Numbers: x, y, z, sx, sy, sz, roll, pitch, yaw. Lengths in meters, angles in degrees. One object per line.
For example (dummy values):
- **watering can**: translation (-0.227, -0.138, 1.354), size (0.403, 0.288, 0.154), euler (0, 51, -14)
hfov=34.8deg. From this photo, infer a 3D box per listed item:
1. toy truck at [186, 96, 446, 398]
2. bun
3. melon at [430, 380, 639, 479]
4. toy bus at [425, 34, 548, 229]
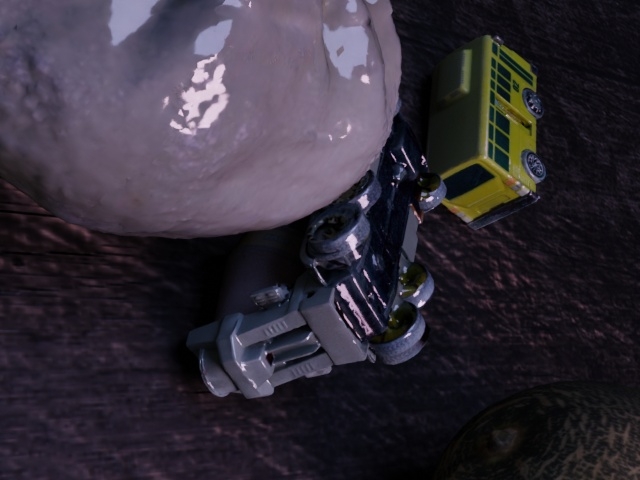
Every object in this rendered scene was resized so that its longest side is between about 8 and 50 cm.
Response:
- **toy truck**: translation (0.000, 0.000, 0.728), size (0.108, 0.140, 0.256), euler (58, 29, -30)
- **bun**: translation (-0.102, -0.164, 0.613), size (0.354, 0.194, 0.354), euler (28, 32, -19)
- **melon**: translation (0.208, 0.245, 0.713), size (0.329, 0.249, 0.248), euler (52, 40, -22)
- **toy bus**: translation (0.157, -0.111, 0.990), size (0.101, 0.088, 0.175), euler (31, 49, -29)
